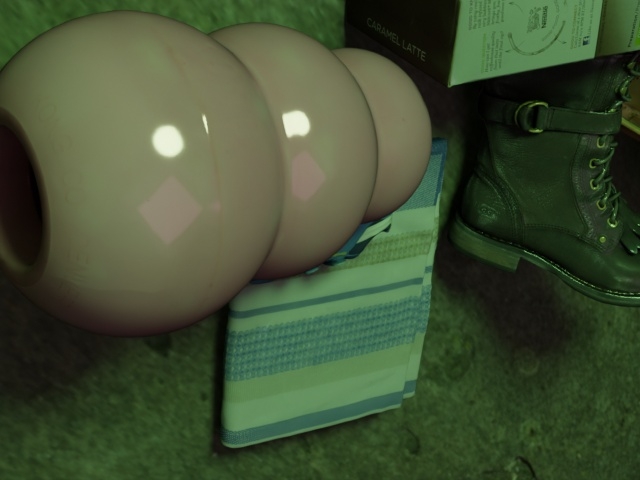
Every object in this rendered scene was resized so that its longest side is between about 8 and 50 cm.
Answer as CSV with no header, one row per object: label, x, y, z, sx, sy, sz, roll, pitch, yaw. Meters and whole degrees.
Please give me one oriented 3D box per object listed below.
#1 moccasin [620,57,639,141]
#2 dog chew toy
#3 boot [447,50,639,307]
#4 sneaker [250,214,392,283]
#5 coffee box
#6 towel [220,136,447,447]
moccasin,0.377,-0.091,1.072,0.380,0.139,0.147,23,126,-42
dog chew toy,-0.058,-0.057,0.751,0.332,0.206,0.206,-14,126,-38
boot,0.237,-0.071,0.948,0.263,0.091,0.229,12,121,3
sneaker,0.000,0.000,0.882,0.144,0.053,0.059,-30,131,-12
coffee box,0.161,-0.203,0.840,0.246,0.141,0.098,-15,125,-28
towel,0.010,0.047,0.972,0.209,0.034,0.285,-11,122,-27
